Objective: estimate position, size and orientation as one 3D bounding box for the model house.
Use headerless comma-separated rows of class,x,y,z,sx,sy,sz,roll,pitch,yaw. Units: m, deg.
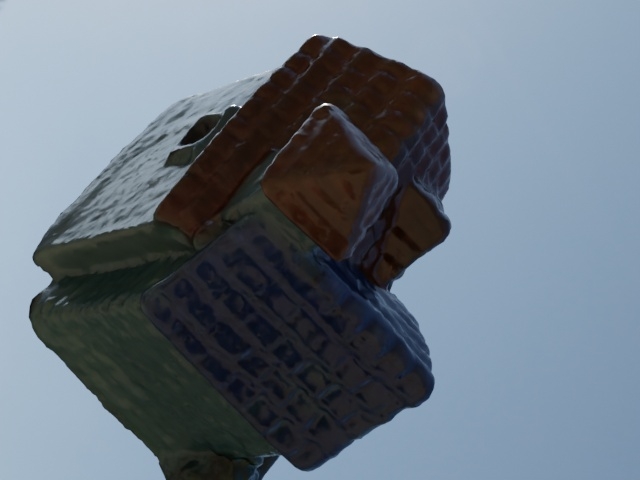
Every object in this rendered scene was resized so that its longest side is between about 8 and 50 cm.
model house,0.000,0.000,0.948,0.252,0.295,0.329,47,-34,-14
